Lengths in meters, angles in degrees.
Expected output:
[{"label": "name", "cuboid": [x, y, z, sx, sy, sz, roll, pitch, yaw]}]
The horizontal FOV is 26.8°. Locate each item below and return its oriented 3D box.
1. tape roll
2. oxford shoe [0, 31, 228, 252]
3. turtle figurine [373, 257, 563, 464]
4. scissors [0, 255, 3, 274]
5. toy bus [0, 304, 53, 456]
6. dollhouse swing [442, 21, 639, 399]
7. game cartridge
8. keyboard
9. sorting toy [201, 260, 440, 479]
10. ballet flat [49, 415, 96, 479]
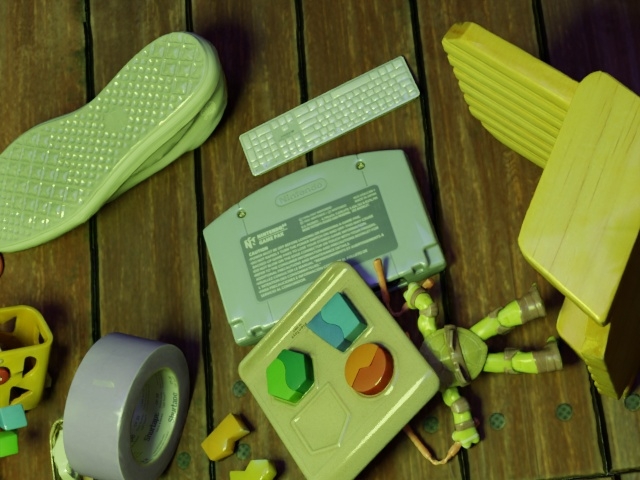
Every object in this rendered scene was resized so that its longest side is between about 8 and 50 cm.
[{"label": "tape roll", "cuboid": [-0.244, 0.216, 1.707, 0.080, 0.189, 0.189, 11, 75, 19]}, {"label": "oxford shoe", "cuboid": [-0.301, -0.122, 1.882, 0.449, 0.130, 0.169, -36, 70, 15]}, {"label": "turtle figurine", "cuboid": [0.175, 0.125, 1.651, 0.217, 0.087, 0.269, -18, 78, 9]}, {"label": "scissors", "cuboid": [-0.533, -0.052, 1.979, 0.109, 0.021, 0.297, -19, 69, 12]}, {"label": "toy bus", "cuboid": [-0.417, 0.185, 1.806, 0.202, 0.104, 0.191, -12, 88, 58]}, {"label": "dollhouse swing", "cuboid": [0.248, -0.032, 1.554, 0.305, 0.347, 0.315, 19, 78, 21]}, {"label": "game cartridge", "cuboid": [0.000, 0.000, 1.783, 0.297, 0.062, 0.198, -21, 63, 9]}, {"label": "keyboard", "cuboid": [0.011, -0.172, 1.859, 0.256, 0.014, 0.072, -26, 66, 7]}, {"label": "sorting toy", "cuboid": [-0.018, 0.201, 1.670, 0.307, 0.041, 0.229, -48, 53, 12]}, {"label": "ballet flat", "cuboid": [-0.325, 0.325, 1.761, 0.073, 0.067, 0.206, -17, 68, 10]}]
